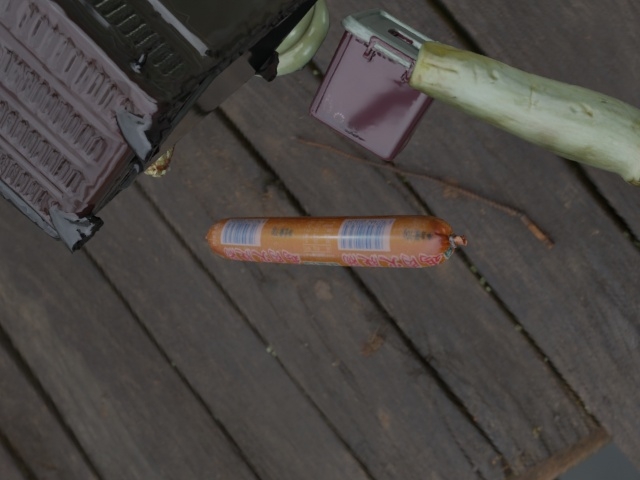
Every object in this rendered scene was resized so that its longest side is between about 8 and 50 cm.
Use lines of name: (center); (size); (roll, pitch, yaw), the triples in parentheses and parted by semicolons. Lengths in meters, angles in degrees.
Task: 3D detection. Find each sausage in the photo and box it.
sausage: (0.000, 0.000, 0.911); (0.348, 0.053, 0.053); (1, 103, 39)

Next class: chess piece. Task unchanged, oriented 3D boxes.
chess piece: (-0.126, -0.414, 1.315); (0.182, 0.330, 0.182); (-9, 65, 21)

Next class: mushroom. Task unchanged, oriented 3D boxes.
mushroom: (0.259, -0.149, 0.982); (0.333, 0.107, 0.087); (19, 100, -7)

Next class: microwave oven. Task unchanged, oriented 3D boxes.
microwave oven: (-0.123, -0.145, 0.534); (0.178, 0.247, 0.188); (43, 137, -5)

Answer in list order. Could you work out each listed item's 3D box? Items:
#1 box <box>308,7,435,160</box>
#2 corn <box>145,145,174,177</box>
box: (0.104, -0.254, 1.367); (0.193, 0.294, 0.167); (33, 112, 2)
corn: (-0.210, -0.199, 1.094); (0.080, 0.079, 0.237); (11, 99, 25)
